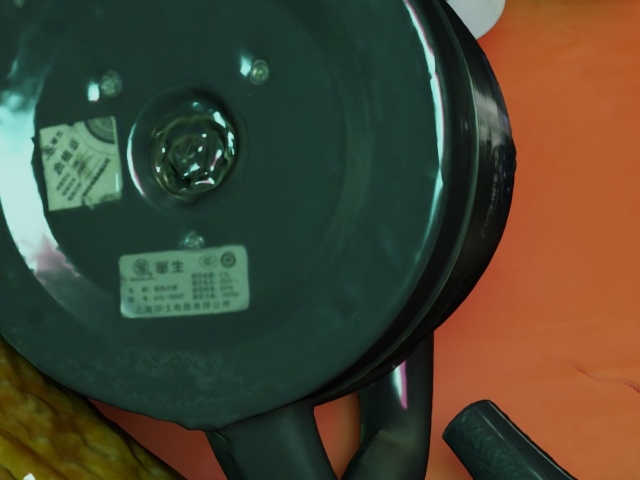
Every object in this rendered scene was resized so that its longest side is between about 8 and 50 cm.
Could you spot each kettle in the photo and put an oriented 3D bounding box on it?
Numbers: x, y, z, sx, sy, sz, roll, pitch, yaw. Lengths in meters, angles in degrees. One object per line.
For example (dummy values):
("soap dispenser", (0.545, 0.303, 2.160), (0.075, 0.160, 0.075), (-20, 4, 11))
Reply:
("kettle", (0.000, 0.000, 0.689), (0.228, 0.324, 0.320), (-13, 88, 18))

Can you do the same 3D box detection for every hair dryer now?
("hair dryer", (0.199, 0.124, 0.726), (0.219, 0.075, 0.195), (-32, 61, -14))

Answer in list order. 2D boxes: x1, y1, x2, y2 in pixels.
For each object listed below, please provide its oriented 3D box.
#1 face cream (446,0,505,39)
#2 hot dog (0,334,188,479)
("face cream", (0.029, -0.202, 0.750), (0.082, 0.269, 0.082), (-17, 54, 24))
("hot dog", (-0.193, 0.129, 0.618), (0.388, 0.267, 0.174), (38, 36, -1))
